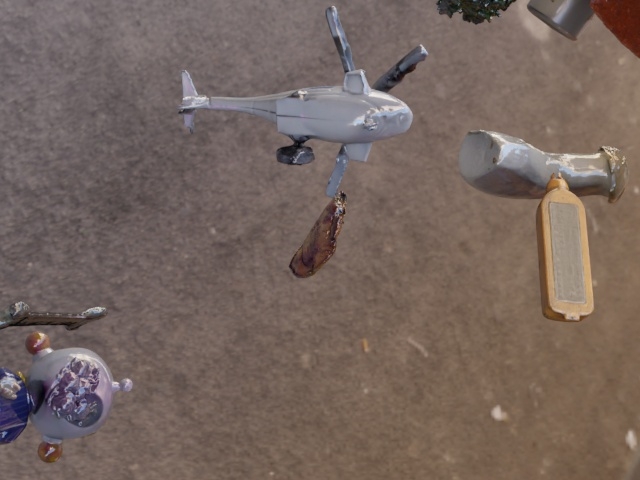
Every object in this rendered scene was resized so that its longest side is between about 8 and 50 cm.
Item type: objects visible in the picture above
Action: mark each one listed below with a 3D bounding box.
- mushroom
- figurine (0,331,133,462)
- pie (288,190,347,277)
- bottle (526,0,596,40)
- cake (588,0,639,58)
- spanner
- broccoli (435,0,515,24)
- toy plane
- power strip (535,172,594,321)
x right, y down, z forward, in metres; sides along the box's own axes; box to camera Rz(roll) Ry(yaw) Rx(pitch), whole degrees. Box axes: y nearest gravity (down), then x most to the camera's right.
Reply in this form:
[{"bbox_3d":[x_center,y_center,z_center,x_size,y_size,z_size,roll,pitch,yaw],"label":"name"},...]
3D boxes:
[{"bbox_3d":[0.286,-0.089,1.128,0.223,0.092,0.081,8,47,-17],"label":"mushroom"},{"bbox_3d":[-0.440,0.232,1.359,0.274,0.133,0.193,23,68,-35],"label":"figurine"},{"bbox_3d":[0.000,0.000,1.430,0.034,0.170,0.092,20,23,-28],"label":"pie"},{"bbox_3d":[0.464,-0.465,1.524,0.110,0.233,0.110,32,17,-11],"label":"bottle"},{"bbox_3d":[0.564,-0.374,1.339,0.159,0.262,0.158,51,61,-27],"label":"cake"},{"bbox_3d":[-0.279,0.080,0.914,0.015,0.054,0.254,64,4,7],"label":"spanner"},{"bbox_3d":[0.216,-0.483,1.516,0.177,0.275,0.198,-41,132,-10],"label":"broccoli"},{"bbox_3d":[-0.038,-0.137,0.861,0.107,0.273,0.182,-33,143,-56],"label":"toy plane"},{"bbox_3d":[0.254,0.006,0.943,0.049,0.028,0.178,6,64,-6],"label":"power strip"}]
